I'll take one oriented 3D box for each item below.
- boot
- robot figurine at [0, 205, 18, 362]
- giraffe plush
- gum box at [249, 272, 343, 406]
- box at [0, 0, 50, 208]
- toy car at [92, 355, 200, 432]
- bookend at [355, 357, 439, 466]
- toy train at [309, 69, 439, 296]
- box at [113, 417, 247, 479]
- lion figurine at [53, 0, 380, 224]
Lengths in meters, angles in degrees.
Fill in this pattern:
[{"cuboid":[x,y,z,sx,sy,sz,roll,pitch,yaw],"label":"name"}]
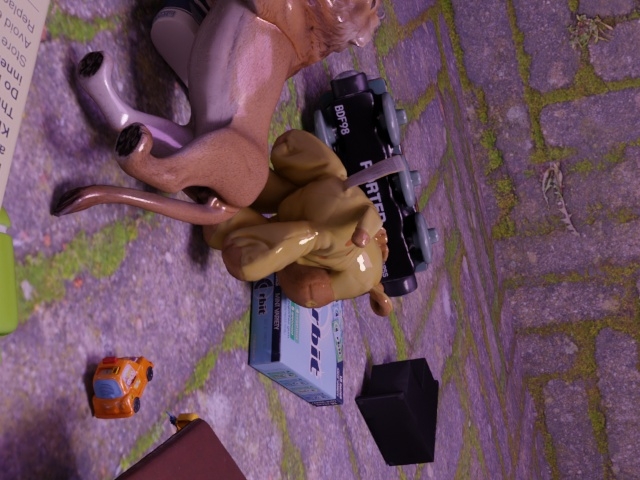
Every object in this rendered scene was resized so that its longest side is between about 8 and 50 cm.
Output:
[{"cuboid":[-0.100,-0.178,0.885,0.190,0.069,0.086,61,34,-41],"label":"boot"},{"cuboid":[-0.213,0.020,0.497,0.101,0.067,0.115,124,-41,-79],"label":"robot figurine"},{"cuboid":[0.000,0.000,0.891,0.170,0.210,0.181,67,20,-49],"label":"giraffe plush"},{"cuboid":[-0.023,0.097,1.008,0.184,0.041,0.157,45,40,-56],"label":"gum box"},{"cuboid":[-0.223,-0.024,0.280,0.117,0.213,0.243,50,36,-53],"label":"box"},{"cuboid":[-0.123,0.110,0.637,0.060,0.122,0.040,-55,138,-39],"label":"toy car"},{"cuboid":[0.120,0.228,1.286,0.156,0.072,0.157,-77,149,-48],"label":"bookend"},{"cuboid":[0.080,-0.087,1.256,0.190,0.142,0.334,-68,143,-75],"label":"toy train"},{"cuboid":[-0.133,0.255,0.423,0.191,0.143,0.381,54,22,6],"label":"box"},{"cuboid":[-0.074,-0.147,0.772,0.240,0.142,0.392,43,67,-50],"label":"lion figurine"}]
